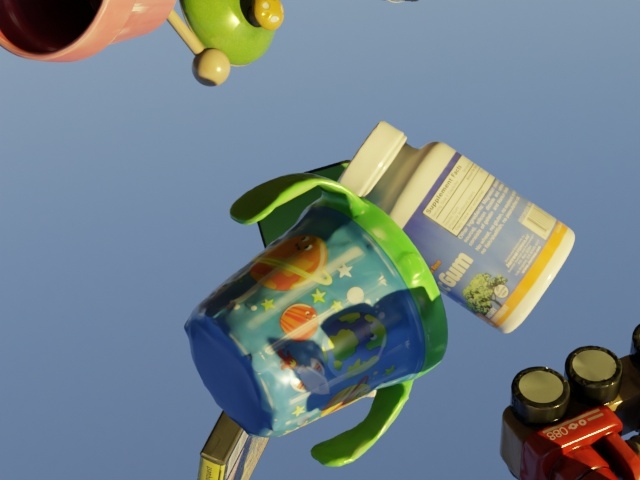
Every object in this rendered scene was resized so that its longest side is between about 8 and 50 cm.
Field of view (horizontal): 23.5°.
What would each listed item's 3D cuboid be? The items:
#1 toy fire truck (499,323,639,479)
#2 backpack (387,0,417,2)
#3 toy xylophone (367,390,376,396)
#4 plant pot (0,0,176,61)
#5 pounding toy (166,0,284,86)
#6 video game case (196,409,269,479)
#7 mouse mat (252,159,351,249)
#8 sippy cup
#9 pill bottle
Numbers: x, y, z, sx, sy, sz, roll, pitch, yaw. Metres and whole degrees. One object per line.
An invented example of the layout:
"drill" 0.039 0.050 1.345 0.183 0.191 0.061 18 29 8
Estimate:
"toy fire truck" 0.317 0.201 1.455 0.217 0.158 0.246 -19 -135 -19
"backpack" 0.049 -0.382 1.567 0.213 0.263 0.276 8 175 26
"toy xylophone" 0.050 0.103 2.589 0.236 0.081 0.322 15 -124 25
"plant pot" -0.260 -0.296 1.719 0.201 0.201 0.180 10 -172 28
"pounding toy" -0.110 -0.332 2.117 0.110 0.183 0.237 -17 -162 37
"video game case" -0.089 0.226 1.916 0.035 0.248 0.275 22 -128 8
"mouse mat" 0.000 0.000 2.065 0.153 0.189 0.007 -16 -177 4
"sippy cup" -0.017 0.097 1.696 0.224 0.305 0.240 -32 174 -26
"pill bottle" 0.153 -0.022 1.840 0.272 0.152 0.152 34 -152 2
